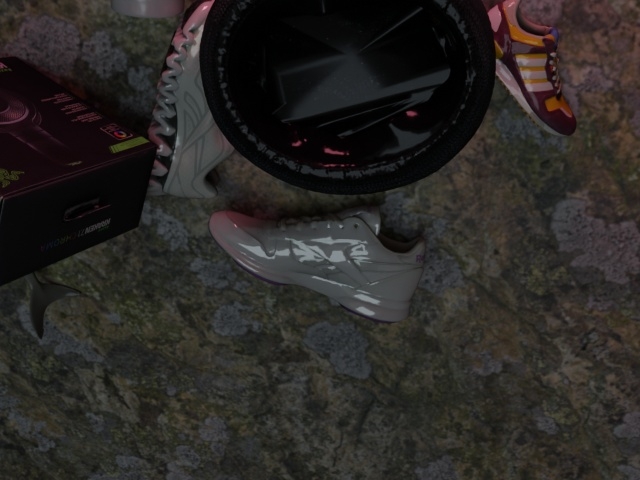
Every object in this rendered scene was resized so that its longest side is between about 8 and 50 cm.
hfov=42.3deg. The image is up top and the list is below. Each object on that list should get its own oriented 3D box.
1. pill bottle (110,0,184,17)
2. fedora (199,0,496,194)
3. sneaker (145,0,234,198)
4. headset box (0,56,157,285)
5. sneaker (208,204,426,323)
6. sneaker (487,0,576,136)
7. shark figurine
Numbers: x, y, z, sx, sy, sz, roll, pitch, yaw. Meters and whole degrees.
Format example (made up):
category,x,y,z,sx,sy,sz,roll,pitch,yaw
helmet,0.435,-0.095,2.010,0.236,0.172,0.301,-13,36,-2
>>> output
category,x,y,z,sx,sy,sz,roll,pitch,yaw
pill bottle,-0.197,-0.368,0.944,0.117,0.117,0.208,8,120,4
fedora,0.034,-0.214,0.974,0.334,0.152,0.334,4,119,6
sneaker,-0.155,-0.173,1.060,0.118,0.110,0.292,15,128,-9
headset box,-0.376,-0.089,0.997,0.283,0.246,0.131,33,122,19
sneaker,0.000,0.000,1.138,0.305,0.114,0.152,20,106,-8
sneaker,0.264,-0.206,0.993,0.185,0.069,0.084,43,121,-16
shark figurine,-0.415,-0.005,1.179,0.166,0.116,0.278,24,117,-4
